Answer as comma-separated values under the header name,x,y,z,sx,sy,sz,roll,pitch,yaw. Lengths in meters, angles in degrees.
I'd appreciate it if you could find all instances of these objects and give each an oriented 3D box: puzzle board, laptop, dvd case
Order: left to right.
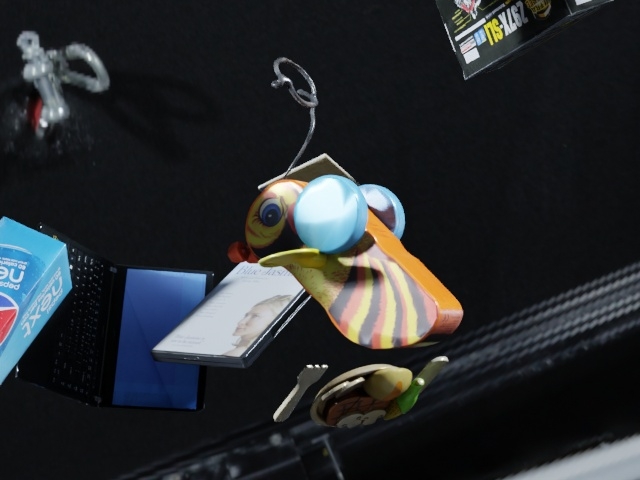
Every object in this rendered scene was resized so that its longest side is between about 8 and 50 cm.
name,x,y,z,sx,sy,sz,roll,pitch,yaw
laptop,-0.292,0.117,1.447,0.136,0.234,0.264,-12,-28,25
dvd case,-0.110,0.100,1.460,0.253,0.180,0.022,-46,-56,-43
puzzle board,-0.004,-0.061,1.226,0.096,0.011,0.128,-23,-32,21

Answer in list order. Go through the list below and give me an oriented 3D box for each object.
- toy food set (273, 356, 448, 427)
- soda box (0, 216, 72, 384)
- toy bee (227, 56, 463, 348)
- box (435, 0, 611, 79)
name,x,y,z,sx,sy,sz,roll,pitch,yaw
toy food set,0.050,0.184,1.131,0.192,0.038,0.132,1,-41,-30
soda box,-0.295,0.084,0.834,0.067,0.210,0.071,22,-37,7
toy bee,0.000,0.000,0.943,0.162,0.298,0.195,-42,-44,23
box,0.240,-0.381,1.320,0.079,0.322,0.257,-23,-90,-16
